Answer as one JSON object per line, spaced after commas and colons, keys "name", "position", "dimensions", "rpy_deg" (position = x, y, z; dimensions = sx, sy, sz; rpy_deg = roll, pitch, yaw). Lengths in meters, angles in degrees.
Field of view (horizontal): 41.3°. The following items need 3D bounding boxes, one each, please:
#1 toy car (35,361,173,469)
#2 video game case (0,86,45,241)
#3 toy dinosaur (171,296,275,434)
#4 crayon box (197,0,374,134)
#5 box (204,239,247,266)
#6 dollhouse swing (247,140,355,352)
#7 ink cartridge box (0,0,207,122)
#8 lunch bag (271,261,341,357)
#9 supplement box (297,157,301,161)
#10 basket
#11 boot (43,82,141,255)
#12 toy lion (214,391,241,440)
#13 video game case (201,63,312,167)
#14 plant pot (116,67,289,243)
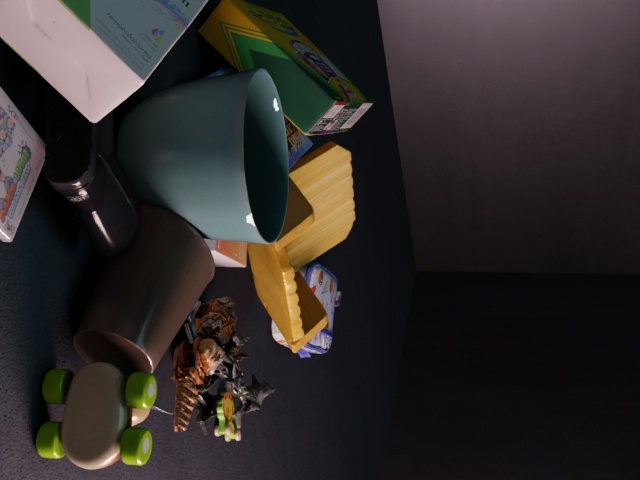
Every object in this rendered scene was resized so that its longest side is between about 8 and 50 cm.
{"name": "toy car", "position": [-0.301, 0.259, 1.262], "dimensions": [0.188, 0.155, 0.148], "rpy_deg": [46, 47, -74]}
{"name": "video game case", "position": [-0.414, -0.101, 1.093], "dimensions": [0.143, 0.019, 0.157], "rpy_deg": [67, 28, -54]}
{"name": "toy dinosaur", "position": [-0.223, 0.245, 1.631], "dimensions": [0.322, 0.164, 0.218], "rpy_deg": [-48, 124, -40]}
{"name": "crayon box", "position": [-0.061, -0.375, 1.854], "dimensions": [0.313, 0.106, 0.363], "rpy_deg": [45, 17, 5]}
{"name": "box", "position": [-0.212, -0.024, 1.678], "dimensions": [0.170, 0.091, 0.130], "rpy_deg": [36, 56, -71]}
{"name": "dollhouse swing", "position": [0.000, 0.000, 1.922], "dimensions": [0.315, 0.305, 0.346], "rpy_deg": [53, -23, 44]}
{"name": "ink cartridge box", "position": [-0.289, -0.350, 1.196], "dimensions": [0.207, 0.119, 0.353], "rpy_deg": [45, 36, -21]}
{"name": "lunch bag", "position": [-0.035, 0.188, 2.277], "dimensions": [0.303, 0.115, 0.243], "rpy_deg": [40, 54, -68]}
{"name": "supplement box", "position": [-0.090, -0.106, 2.127], "dimensions": [0.104, 0.081, 0.188], "rpy_deg": [66, 29, -55]}
{"name": "basket", "position": [-0.281, 0.094, 1.342], "dimensions": [0.204, 0.154, 0.226], "rpy_deg": [66, 31, -41]}
{"name": "boot", "position": [-0.332, -0.123, 1.257], "dimensions": [0.207, 0.094, 0.246], "rpy_deg": [80, 5, -60]}
{"name": "toy lion", "position": [-0.201, 0.379, 1.840], "dimensions": [0.100, 0.034, 0.096], "rpy_deg": [58, 28, -62]}
{"name": "video game case", "position": [-0.145, -0.238, 1.734], "dimensions": [0.244, 0.061, 0.269], "rpy_deg": [50, 26, -8]}
{"name": "plant pot", "position": [-0.200, -0.136, 1.437], "dimensions": [0.293, 0.235, 0.292], "rpy_deg": [-1, 90, -78]}
